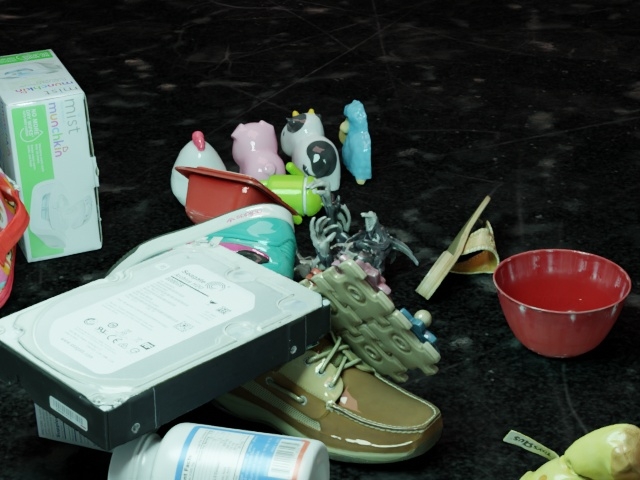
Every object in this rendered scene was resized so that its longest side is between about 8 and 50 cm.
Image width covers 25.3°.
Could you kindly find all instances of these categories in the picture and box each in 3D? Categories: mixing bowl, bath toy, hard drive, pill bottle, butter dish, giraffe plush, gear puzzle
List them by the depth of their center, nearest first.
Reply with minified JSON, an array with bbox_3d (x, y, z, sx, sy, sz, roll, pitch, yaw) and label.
[{"bbox_3d":[0.275,0.297,1.441,0.210,0.181,0.170,13,49,5],"label":"giraffe plush"},{"bbox_3d":[-0.110,0.263,1.541,0.221,0.124,0.124,6,27,14],"label":"pill bottle"},{"bbox_3d":[-0.185,0.107,1.650,0.339,0.064,0.237,-22,35,-40],"label":"hard drive"},{"bbox_3d":[0.033,0.105,1.759,0.044,0.175,0.339,-46,8,-25],"label":"gear puzzle"},{"bbox_3d":[0.320,0.094,1.903,0.181,0.098,0.181,-2,26,1],"label":"mixing bowl"},{"bbox_3d":[-0.140,-0.035,2.181,0.160,0.118,0.160,12,-13,29],"label":"butter dish"},{"bbox_3d":[-0.086,-0.146,2.382,0.348,0.129,0.151,-12,28,-20],"label":"bath toy"}]

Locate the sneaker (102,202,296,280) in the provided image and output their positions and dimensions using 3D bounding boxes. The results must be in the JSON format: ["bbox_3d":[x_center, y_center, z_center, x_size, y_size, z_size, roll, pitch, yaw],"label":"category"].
[{"bbox_3d":[-0.160,0.081,1.934,0.295,0.124,0.178,-23,49,14],"label":"sneaker"}]

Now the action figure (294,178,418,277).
[{"bbox_3d":[0.000,0.000,2.066,0.275,0.141,0.164,-7,25,-5],"label":"action figure"}]

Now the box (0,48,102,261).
[{"bbox_3d":[-0.433,-0.135,2.220,0.126,0.262,0.231,-11,29,-19],"label":"box"}]

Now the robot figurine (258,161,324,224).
[{"bbox_3d":[-0.046,-0.072,2.294,0.115,0.067,0.101,2,53,5],"label":"robot figurine"}]

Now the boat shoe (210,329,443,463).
[{"bbox_3d":[-0.008,0.173,1.725,0.324,0.120,0.122,14,29,28],"label":"boat shoe"}]

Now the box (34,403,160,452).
[{"bbox_3d":[-0.271,0.180,1.715,0.137,0.126,0.072,9,29,19],"label":"box"}]

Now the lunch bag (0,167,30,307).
[{"bbox_3d":[-0.527,-0.002,1.999,0.258,0.120,0.293,-18,40,8],"label":"lunch bag"}]

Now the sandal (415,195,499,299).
[{"bbox_3d":[0.222,0.029,2.098,0.079,0.088,0.240,37,42,5],"label":"sandal"}]
